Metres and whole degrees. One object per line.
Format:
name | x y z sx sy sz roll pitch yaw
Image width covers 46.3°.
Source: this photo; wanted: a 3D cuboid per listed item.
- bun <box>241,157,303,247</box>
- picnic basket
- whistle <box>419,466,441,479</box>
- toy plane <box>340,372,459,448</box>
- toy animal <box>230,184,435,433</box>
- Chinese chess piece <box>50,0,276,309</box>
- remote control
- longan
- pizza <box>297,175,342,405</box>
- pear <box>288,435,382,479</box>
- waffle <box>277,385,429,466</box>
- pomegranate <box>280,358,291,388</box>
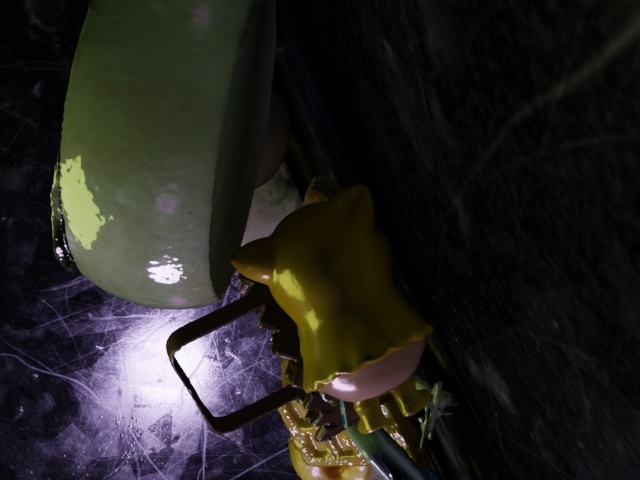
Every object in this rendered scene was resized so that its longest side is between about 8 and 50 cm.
bun | -0.163 -0.132 1.490 0.359 0.211 0.359 55 163 26
picnic basket | -0.056 0.167 1.159 0.254 0.321 0.291 75 168 -47
whistle | 0.189 0.440 1.379 0.090 0.090 0.158 110 174 -84
toy plane | 0.089 0.139 0.895 0.273 0.107 0.182 -14 72 63
toy animal | 0.026 0.072 0.734 0.229 0.156 0.156 62 175 1
Chinese chess piece | -0.139 -0.107 0.739 0.349 0.146 0.349 9 -90 -90
remote control | 0.144 0.392 1.215 0.296 0.056 0.140 49 177 -21
longan | -0.133 -0.166 1.071 0.198 0.198 0.212 61 175 44
pizza | 0.017 0.050 0.876 0.056 0.134 0.271 12 -120 -46
pear | 0.056 0.424 1.650 0.271 0.271 0.271 155 90 -86
waffle | 0.056 0.333 1.345 0.168 0.274 0.057 64 -144 -21
pomegranate | 0.026 0.255 1.489 0.215 0.215 0.215 155 90 -86
